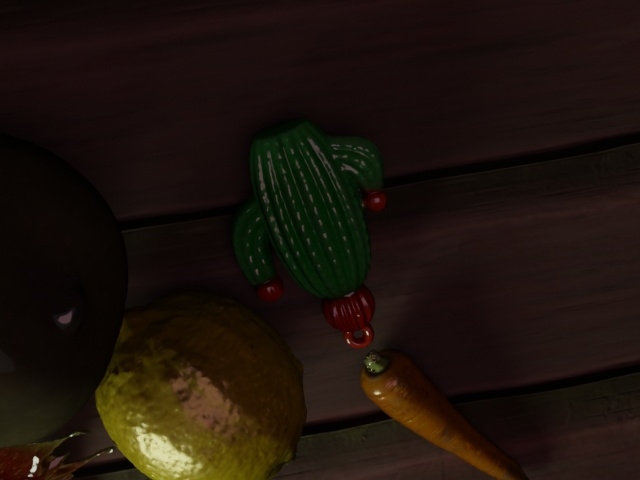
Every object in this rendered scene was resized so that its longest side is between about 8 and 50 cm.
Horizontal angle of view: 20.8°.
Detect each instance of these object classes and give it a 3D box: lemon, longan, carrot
[{"bbox_3d":[-0.116,0.151,1.706,0.231,0.192,0.192,42,91,-16],"label":"lemon"},{"bbox_3d":[-0.315,0.047,1.580,0.297,0.297,0.297,-3,103,-12],"label":"longan"},{"bbox_3d":[0.130,0.193,1.846,0.257,0.061,0.061,41,92,-27],"label":"carrot"}]

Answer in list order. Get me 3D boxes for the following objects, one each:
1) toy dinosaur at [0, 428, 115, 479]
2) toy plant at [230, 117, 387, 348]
[{"bbox_3d":[-0.281,0.261,1.661,0.207,0.113,0.327,-23,151,-16],"label":"toy dinosaur"},{"bbox_3d":[-0.013,-0.006,1.750,0.155,0.088,0.240,5,113,-1],"label":"toy plant"}]
